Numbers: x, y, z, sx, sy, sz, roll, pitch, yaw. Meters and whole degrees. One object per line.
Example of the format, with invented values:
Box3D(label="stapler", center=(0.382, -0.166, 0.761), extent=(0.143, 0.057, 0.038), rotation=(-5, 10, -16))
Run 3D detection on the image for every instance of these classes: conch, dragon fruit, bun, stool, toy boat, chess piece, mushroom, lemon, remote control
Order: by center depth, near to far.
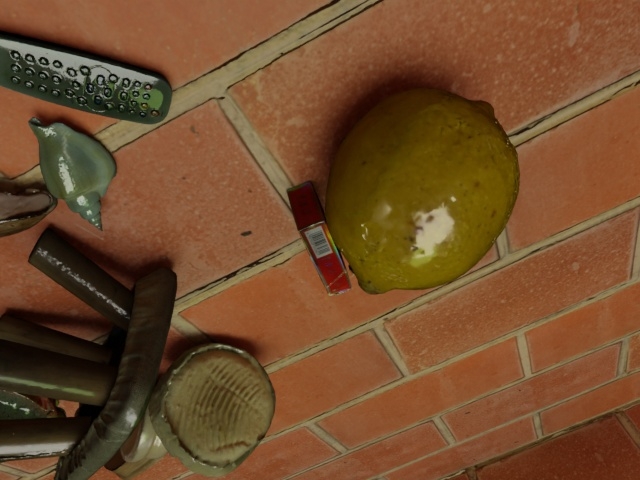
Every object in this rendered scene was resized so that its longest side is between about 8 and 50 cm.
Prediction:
Box3D(label="remote control", center=(-0.296, -0.197, 0.534), extent=(0.222, 0.042, 0.072), rotation=(10, 128, -26))
Box3D(label="mushroom", center=(-0.476, -0.038, 0.601), extent=(0.210, 0.072, 0.094), rotation=(7, 156, -22))
Box3D(label="conch", center=(-0.330, -0.086, 0.609), extent=(0.088, 0.065, 0.180), rotation=(-12, 128, -5))
Box3D(label="lemon", center=(0.133, -0.065, 0.632), extent=(0.258, 0.258, 0.309), rotation=(24, 97, -33))
Box3D(label="stool", center=(-0.396, 0.181, 0.686), extent=(0.226, 0.310, 0.310), rotation=(30, 117, -26))
Box3D(label="dragon fruit", center=(-0.654, 0.346, 0.873), extent=(0.269, 0.130, 0.295), rotation=(-17, 134, -8))
Box3D(label="bun", center=(-0.229, 0.343, 0.923), extent=(0.260, 0.259, 0.152), rotation=(14, 144, -28))
Box3D(label="chess piece", center=(-0.293, 0.425, 1.040), extent=(0.300, 0.167, 0.167), rotation=(16, 125, -34))
Box3D(label="toy boat", center=(-0.459, 0.510, 1.088), extent=(0.188, 0.116, 0.061), rotation=(-37, 127, 13))

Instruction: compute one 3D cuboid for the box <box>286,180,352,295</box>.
Box3D(label="box", center=(0.001, 0.000, 0.758), extent=(0.048, 0.112, 0.175), rotation=(-21, 135, 2))
